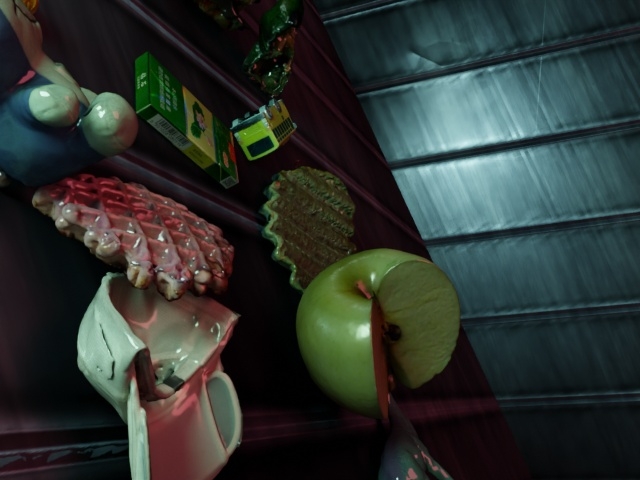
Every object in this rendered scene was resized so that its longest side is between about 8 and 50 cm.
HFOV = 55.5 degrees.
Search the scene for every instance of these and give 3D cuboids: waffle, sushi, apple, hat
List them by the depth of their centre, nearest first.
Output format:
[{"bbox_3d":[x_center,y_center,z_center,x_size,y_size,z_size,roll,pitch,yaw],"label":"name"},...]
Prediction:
[{"bbox_3d":[-0.178,0.161,0.631,0.219,0.164,0.226,11,94,-73],"label":"hat"},{"bbox_3d":[-0.197,-0.012,0.704,0.221,0.055,0.234,34,11,8],"label":"waffle"},{"bbox_3d":[0.087,0.159,1.092,0.295,0.233,0.258,-41,134,-31],"label":"apple"},{"bbox_3d":[-0.219,-0.605,1.388,0.238,0.219,0.225,39,-14,-24],"label":"sushi"}]

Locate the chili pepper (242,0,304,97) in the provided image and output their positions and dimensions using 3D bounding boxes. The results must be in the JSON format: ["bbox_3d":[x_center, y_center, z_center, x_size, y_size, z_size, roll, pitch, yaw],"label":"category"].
[{"bbox_3d":[-0.116,-0.477,1.490,0.264,0.116,0.148,111,-8,-54],"label":"chili pepper"}]

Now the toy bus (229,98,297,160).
[{"bbox_3d":[-0.119,-0.242,1.321,0.101,0.088,0.175,61,20,-14],"label":"toy bus"}]

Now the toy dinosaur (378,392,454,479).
[{"bbox_3d":[0.130,0.399,1.181,0.331,0.129,0.383,55,18,7],"label":"toy dinosaur"}]

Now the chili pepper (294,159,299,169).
[{"bbox_3d":[-0.001,-0.081,1.494,0.268,0.050,0.059,57,39,-26],"label":"chili pepper"}]

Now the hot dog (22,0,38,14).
[{"bbox_3d":[-0.394,-0.307,0.688,0.071,0.045,0.165,69,17,8],"label":"hot dog"}]

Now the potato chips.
[{"bbox_3d":[0.000,0.000,1.332,0.429,0.070,0.358,27,50,-58],"label":"potato chips"}]

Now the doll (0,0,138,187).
[{"bbox_3d":[-0.311,-0.171,0.577,0.228,0.154,0.258,33,-23,53],"label":"doll"}]

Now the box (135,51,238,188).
[{"bbox_3d":[-0.225,-0.200,1.043,0.235,0.034,0.132,43,27,-50],"label":"box"}]
